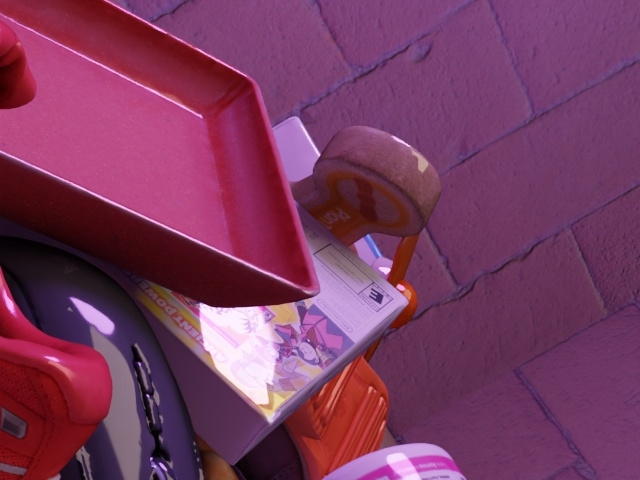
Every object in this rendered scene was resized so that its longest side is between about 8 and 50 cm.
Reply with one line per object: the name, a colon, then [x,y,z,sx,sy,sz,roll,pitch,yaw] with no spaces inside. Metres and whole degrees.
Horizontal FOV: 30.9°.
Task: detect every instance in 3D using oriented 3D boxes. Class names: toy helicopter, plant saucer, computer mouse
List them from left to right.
plant saucer: [-0.137,-0.073,0.603,0.258,0.047,0.259,25,23,-24]
computer mouse: [-0.063,0.095,0.519,0.184,0.060,0.262,16,38,-54]
toy helicopter: [0.000,0.000,0.879,0.235,0.140,0.355,38,-21,-11]

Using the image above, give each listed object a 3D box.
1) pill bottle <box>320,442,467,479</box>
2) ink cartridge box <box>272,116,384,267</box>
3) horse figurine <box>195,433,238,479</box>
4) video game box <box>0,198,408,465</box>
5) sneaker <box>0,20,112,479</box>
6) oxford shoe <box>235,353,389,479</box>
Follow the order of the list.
pill bottle: [0.093,0.298,0.808,0.283,0.160,0.160,57,-1,34]
ink cartridge box: [-0.046,0.023,1.237,0.198,0.197,0.270,59,1,8]
horse figurine: [-0.038,0.185,0.628,0.263,0.066,0.174,54,4,-3]
video game box: [-0.068,0.013,0.682,0.205,0.048,0.187,42,29,10]
sneaker: [-0.148,-0.043,0.342,0.279,0.118,0.107,60,0,8]
oxford shoe: [-0.030,0.134,0.922,0.133,0.130,0.363,17,-38,20]
